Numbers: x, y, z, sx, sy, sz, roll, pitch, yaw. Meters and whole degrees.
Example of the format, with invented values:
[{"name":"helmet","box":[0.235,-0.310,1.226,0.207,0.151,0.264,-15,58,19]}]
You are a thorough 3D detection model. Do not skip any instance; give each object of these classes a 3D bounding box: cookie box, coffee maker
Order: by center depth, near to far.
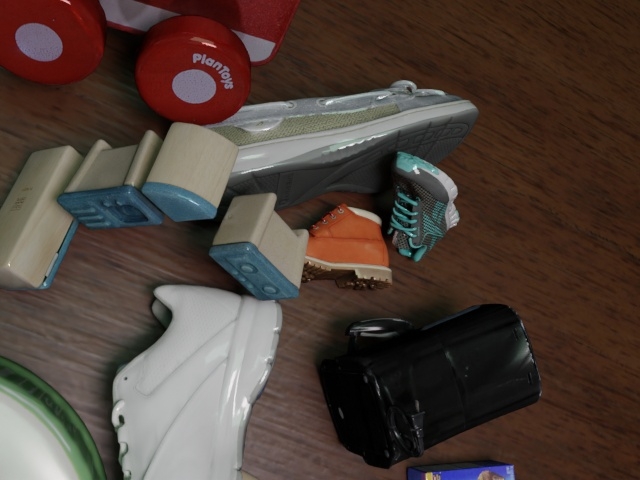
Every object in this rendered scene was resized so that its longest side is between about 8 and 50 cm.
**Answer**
[{"name":"coffee maker","box":[0.115,0.138,0.624,0.178,0.171,0.120,-16,111,-23]},{"name":"cookie box","box":[0.145,0.275,0.675,0.107,0.040,0.092,3,77,-22]}]

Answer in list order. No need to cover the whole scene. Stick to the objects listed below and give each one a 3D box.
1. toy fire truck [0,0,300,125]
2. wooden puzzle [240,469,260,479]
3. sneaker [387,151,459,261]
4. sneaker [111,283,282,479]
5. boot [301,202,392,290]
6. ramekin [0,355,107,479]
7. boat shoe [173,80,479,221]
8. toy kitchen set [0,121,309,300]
[{"name":"toy fire truck","box":[-0.143,-0.255,0.538,0.302,0.254,0.169,13,50,-20]},{"name":"wooden puzzle","box":[-0.093,0.238,0.599,0.116,0.014,0.079,40,62,-10]},{"name":"sneaker","box":[0.098,-0.027,0.676,0.065,0.166,0.076,30,80,29]},{"name":"sneaker","box":[-0.121,0.169,0.554,0.129,0.111,0.297,16,55,-6]},{"name":"boot","box":[0.000,0.000,0.674,0.157,0.059,0.085,10,71,-30]},{"name":"ramekin","box":[-0.290,0.215,0.444,0.303,0.148,0.304,5,76,-22]},{"name":"boat shoe","box":[0.015,-0.108,0.674,0.320,0.118,0.103,-17,67,-19]},{"name":"toy kitchen set","box":[-0.143,0.010,0.563,0.166,0.207,0.122,49,47,-45]}]
